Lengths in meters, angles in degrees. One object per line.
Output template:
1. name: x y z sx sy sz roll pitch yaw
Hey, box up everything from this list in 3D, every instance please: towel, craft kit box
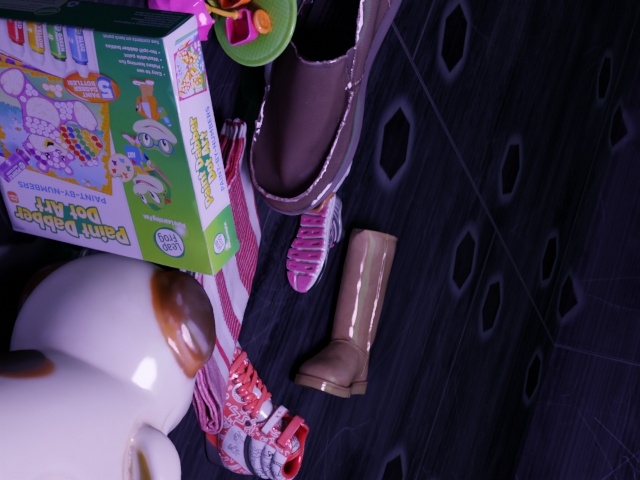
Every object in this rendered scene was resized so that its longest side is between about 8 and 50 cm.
1. towel: -0.117 0.039 1.436 0.237 0.037 0.329 84 13 -47
2. craft kit box: -0.210 -0.100 1.080 0.061 0.250 0.247 -52 143 -42

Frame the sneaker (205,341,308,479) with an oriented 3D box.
1. sneaker: -0.091 0.211 1.568 0.090 0.145 0.270 -47 140 -47

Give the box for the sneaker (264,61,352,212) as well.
1. sneaker: -0.020 -0.144 1.604 0.290 0.106 0.123 68 39 -51

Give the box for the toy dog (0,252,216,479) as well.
1. toy dog: -0.274 0.174 1.101 0.408 0.284 0.395 -49 124 -47

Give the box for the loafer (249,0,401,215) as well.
1. loafer: -0.013 -0.209 1.427 0.130 0.134 0.366 -6 115 -65

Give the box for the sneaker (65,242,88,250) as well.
1. sneaker: -0.196 -0.078 1.264 0.098 0.083 0.224 29 70 -21

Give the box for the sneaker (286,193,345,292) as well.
1. sneaker: 0.000 0.000 1.755 0.075 0.063 0.170 29 70 -57

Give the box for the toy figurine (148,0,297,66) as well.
1. toy figurine: -0.130 -0.290 1.342 0.159 0.130 0.173 -9 87 -53

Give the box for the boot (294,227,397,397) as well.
1. boot: 0.043 0.111 1.876 0.236 0.089 0.269 17 85 -75
